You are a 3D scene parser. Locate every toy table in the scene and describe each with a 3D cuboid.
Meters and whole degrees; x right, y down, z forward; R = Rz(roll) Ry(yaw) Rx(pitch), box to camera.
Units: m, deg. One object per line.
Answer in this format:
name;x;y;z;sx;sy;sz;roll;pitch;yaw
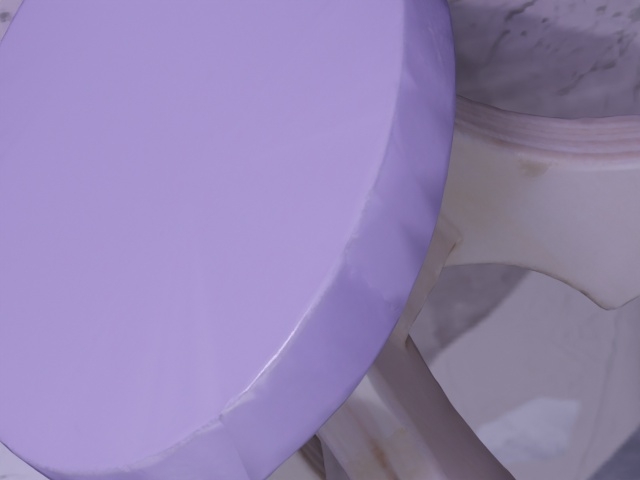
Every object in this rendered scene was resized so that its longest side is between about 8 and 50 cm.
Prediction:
toy table;0.000;0.000;0.553;0.252;0.274;0.161;-26;129;27
